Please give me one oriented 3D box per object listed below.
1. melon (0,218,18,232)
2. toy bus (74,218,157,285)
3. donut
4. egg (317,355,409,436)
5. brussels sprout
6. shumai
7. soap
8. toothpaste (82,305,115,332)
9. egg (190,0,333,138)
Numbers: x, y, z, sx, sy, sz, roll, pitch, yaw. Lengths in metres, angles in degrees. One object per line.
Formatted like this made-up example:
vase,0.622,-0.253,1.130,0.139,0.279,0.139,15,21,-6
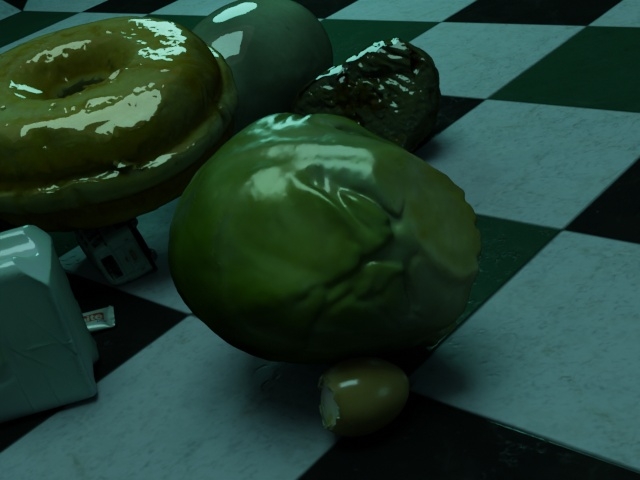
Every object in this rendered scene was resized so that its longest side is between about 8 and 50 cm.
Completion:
melon,-0.564,0.000,1.485,0.182,0.182,0.287,1,30,28
toy bus,-0.316,-0.004,1.479,0.089,0.087,0.194,-33,32,-12
donut,-0.337,-0.180,1.455,0.449,0.198,0.449,-7,41,6
egg,0.044,0.158,1.006,0.096,0.080,0.080,-5,24,-19
brussels sprout,0.000,0.000,1.066,0.344,0.268,0.344,0,-15,0
shumai,0.089,-0.219,1.622,0.256,0.189,0.218,-23,6,19
soap,-0.462,0.128,1.170,0.347,0.208,0.115,-15,27,-2
toothpaste,-0.383,0.130,1.324,0.218,0.033,0.052,-15,31,-9
egg,-0.119,-0.293,1.732,0.258,0.258,0.352,7,37,35
